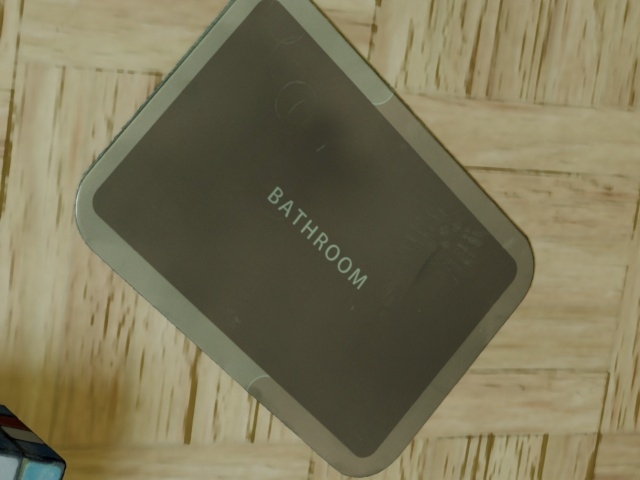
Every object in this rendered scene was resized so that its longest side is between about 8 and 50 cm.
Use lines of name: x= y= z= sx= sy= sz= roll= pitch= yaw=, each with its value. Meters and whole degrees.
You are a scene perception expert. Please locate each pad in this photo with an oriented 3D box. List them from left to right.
pad: x=0.000 y=0.000 z=1.043 sx=0.176 sy=0.002 sz=0.266 roll=-51 pitch=121 yaw=-9

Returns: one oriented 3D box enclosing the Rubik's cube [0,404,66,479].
Rubik's cube: x=-0.189 y=0.126 z=0.916 sx=0.092 sy=0.092 sz=0.092 roll=15 pitch=95 yaw=-32
